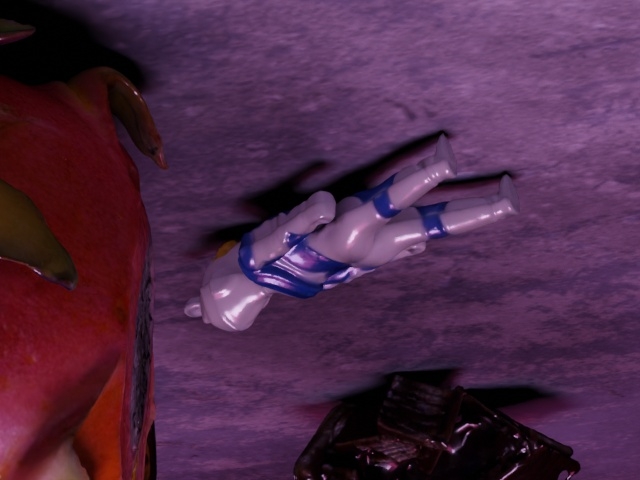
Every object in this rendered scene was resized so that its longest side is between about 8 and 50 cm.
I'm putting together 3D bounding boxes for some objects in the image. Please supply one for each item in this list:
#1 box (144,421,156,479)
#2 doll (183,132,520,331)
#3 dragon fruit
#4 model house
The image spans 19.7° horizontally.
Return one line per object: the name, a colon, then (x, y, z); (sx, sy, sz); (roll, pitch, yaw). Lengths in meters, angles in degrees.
box: (-0.330, 0.142, 1.335); (0.264, 0.116, 0.415); (-15, 155, 23)
doll: (0.000, 0.000, 1.119); (0.227, 0.057, 0.114); (-26, 157, 26)
dragon fruit: (-0.164, 0.038, 0.889); (0.189, 0.291, 0.291); (-6, 158, -1)
model house: (0.098, 0.190, 1.501); (0.164, 0.141, 0.203); (-9, 158, 40)
